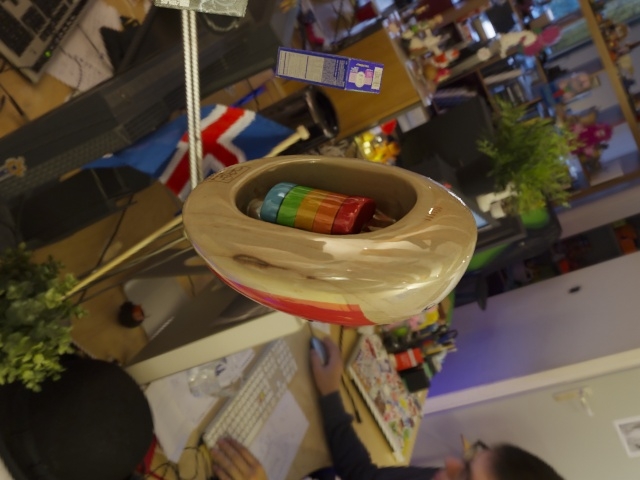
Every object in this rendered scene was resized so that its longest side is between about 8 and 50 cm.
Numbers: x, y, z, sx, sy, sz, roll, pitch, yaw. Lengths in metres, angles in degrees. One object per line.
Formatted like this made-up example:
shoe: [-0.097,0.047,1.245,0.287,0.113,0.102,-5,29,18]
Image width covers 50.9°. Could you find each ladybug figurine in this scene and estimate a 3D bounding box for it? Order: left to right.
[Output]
ladybug figurine: [0.000,0.000,0.961,0.305,0.449,0.162,-42,137,-42]

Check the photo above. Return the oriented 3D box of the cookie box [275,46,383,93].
cookie box: [0.012,-0.217,0.859,0.091,0.107,0.040,-14,118,-56]

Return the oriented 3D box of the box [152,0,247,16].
box: [-0.101,-0.234,0.584,0.083,0.067,0.018,-1,41,-27]
